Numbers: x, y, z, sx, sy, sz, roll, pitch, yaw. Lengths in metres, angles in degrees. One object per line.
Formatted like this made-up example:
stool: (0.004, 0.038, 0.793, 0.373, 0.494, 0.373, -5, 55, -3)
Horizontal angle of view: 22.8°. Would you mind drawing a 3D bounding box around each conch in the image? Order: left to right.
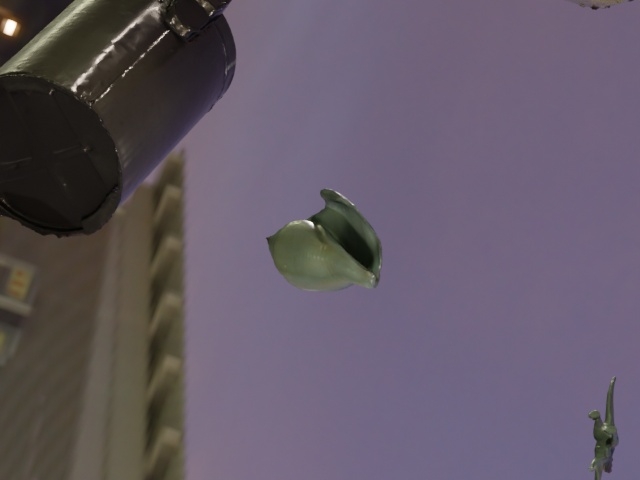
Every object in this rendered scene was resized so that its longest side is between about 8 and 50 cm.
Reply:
conch: (0.004, 0.006, 1.428, 0.180, 0.065, 0.088, 14, -112, 52)

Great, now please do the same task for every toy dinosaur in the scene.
toy dinosaur: (0.427, 0.300, 2.370, 0.187, 0.044, 0.106, -66, 149, -56)

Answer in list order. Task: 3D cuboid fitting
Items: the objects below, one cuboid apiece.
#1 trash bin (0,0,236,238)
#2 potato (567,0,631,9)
trash bin: (-0.244, -0.164, 1.781, 0.252, 0.203, 0.301, -34, -166, 38)
potato: (0.241, -0.317, 1.538, 0.202, 0.117, 0.182, 18, -74, 52)
